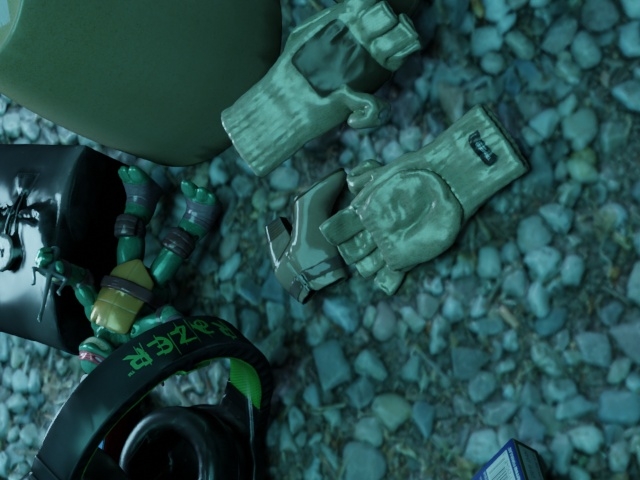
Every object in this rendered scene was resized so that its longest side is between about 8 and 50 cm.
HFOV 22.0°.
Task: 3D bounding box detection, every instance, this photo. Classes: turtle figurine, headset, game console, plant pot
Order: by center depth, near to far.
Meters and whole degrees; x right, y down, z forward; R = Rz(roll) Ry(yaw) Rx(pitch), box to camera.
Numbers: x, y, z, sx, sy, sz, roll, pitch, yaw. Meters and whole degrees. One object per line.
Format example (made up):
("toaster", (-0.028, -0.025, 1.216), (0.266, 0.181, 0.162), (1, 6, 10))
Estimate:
("headset", (-0.150, 0.254, 1.519), (0.185, 0.243, 0.394), (41, 131, 30))
("plant pot", (-0.221, -0.210, 1.569), (0.256, 0.274, 0.256), (-3, 85, 37))
("turtle figurine", (-0.191, 0.048, 1.596), (0.175, 0.118, 0.234), (21, 70, 8))
("game console", (-0.235, 0.215, 1.670), (0.124, 0.085, 0.144), (13, 94, 38))

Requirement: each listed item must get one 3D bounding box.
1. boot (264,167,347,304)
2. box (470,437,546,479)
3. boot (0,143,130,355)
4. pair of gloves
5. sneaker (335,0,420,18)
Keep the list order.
("boot", (0.000, 0.000, 1.532), (0.118, 0.042, 0.087), (-41, 70, 30))
("box", (0.115, 0.288, 1.380), (0.225, 0.036, 0.136), (-48, 28, 24))
("boot", (-0.397, 0.074, 1.786), (0.445, 0.146, 0.367), (5, 92, 34))
("pair of gloves", (0.046, -0.091, 1.466), (0.240, 0.042, 0.204), (48, 114, 8))
("sneaker", (0.024, -0.259, 1.524), (0.071, 0.066, 0.188), (-48, 64, 6))
